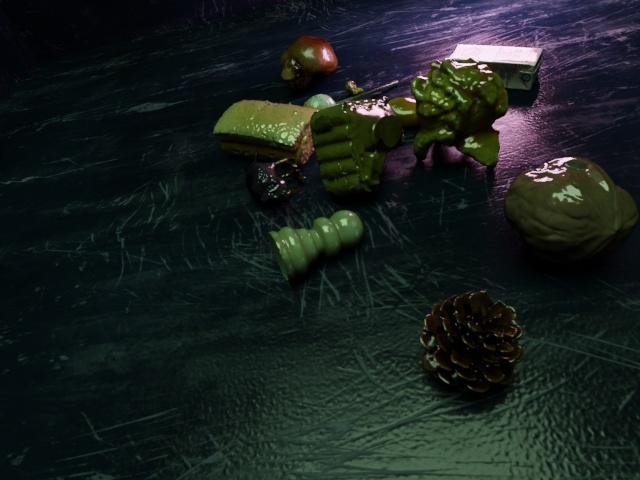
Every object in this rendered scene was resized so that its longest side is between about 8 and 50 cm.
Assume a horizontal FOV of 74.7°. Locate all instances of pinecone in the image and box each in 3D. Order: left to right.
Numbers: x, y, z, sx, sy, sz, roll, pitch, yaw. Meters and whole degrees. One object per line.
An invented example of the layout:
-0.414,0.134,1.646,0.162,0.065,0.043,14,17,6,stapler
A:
0.301,0.193,0.829,0.208,0.207,0.207,-8,46,9,pinecone

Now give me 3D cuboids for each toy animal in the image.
-0.162,-0.203,1.375,0.185,0.122,0.298,-38,48,-19,toy animal

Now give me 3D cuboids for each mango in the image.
0.312,-0.462,1.507,0.191,0.085,0.122,10,48,25,mango

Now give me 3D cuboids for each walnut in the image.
0.564,-0.066,0.968,0.227,0.273,0.273,-49,46,14,walnut

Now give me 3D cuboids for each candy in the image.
0.132,-0.559,1.655,0.440,0.119,0.119,-25,46,-19,candy

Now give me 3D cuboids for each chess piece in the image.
0.000,0.000,1.144,0.251,0.144,0.144,-22,46,-14,chess piece

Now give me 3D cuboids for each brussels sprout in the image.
0.140,-0.622,1.733,0.083,0.051,0.046,43,99,15,brussels sprout

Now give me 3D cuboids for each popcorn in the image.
0.400,-0.383,1.283,0.326,0.290,0.321,-35,46,23,popcorn

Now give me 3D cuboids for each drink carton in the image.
0.650,-0.655,1.581,0.315,0.106,0.130,18,57,27,drink carton

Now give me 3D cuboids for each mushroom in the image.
-0.059,-0.781,1.836,0.264,0.195,0.283,17,54,22,mushroom

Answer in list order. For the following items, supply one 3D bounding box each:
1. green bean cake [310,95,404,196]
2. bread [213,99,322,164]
0.143,-0.296,1.310,0.202,0.284,0.310,-4,18,45,green bean cake
-0.180,-0.411,1.545,0.376,0.165,0.236,15,58,27,bread
